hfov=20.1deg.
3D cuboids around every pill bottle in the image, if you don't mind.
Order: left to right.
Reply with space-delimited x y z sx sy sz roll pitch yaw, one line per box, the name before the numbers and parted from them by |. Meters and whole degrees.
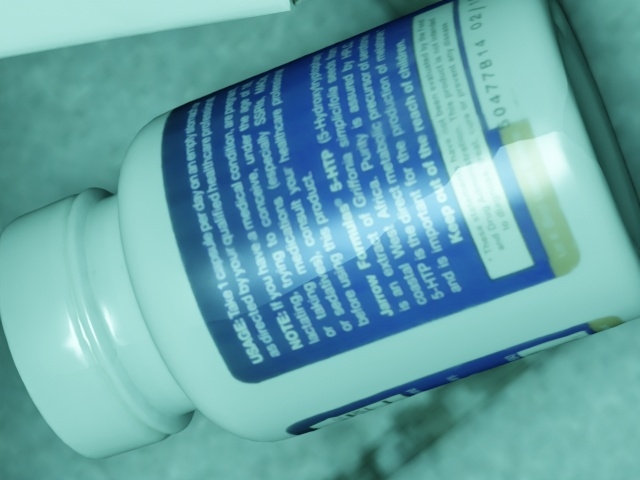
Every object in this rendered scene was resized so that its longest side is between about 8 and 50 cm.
pill bottle | 0.000 0.000 0.562 0.186 0.112 0.112 -20 89 13

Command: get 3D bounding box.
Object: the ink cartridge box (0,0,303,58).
ink cartridge box | -0.109 -0.128 0.403 0.237 0.100 0.172 -6 113 28
